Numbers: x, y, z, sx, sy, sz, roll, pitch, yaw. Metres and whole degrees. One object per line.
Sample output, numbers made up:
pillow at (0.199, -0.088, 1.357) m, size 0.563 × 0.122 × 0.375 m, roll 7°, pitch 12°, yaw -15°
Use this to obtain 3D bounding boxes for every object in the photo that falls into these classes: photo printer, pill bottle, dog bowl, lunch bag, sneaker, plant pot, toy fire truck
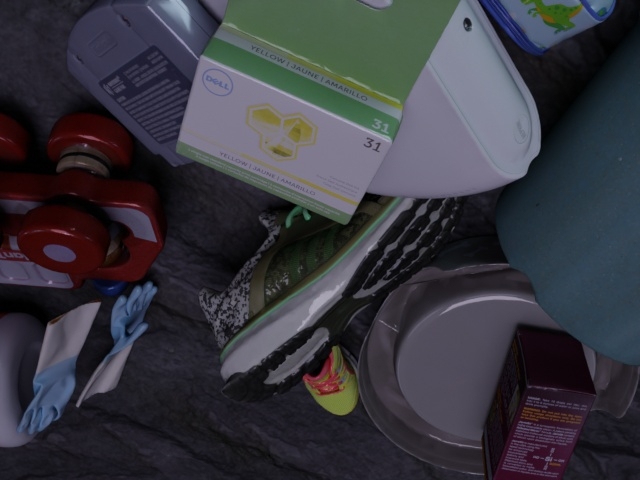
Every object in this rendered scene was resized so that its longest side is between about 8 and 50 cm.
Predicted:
photo printer at (0.046, -0.160, 0.793) m, size 0.256 × 0.107 × 0.307 m, roll 4°, pitch 142°, yaw 48°
pill bottle at (-0.544, 0.189, 1.167) m, size 0.323 × 0.181 × 0.181 m, roll -1°, pitch 122°, yaw 7°
dog bowl at (0.223, 0.146, 1.103) m, size 0.349 × 0.102 × 0.348 m, roll 3°, pitch 123°, yaw 4°
lunch bag at (0.190, -0.287, 0.759) m, size 0.176 × 0.219 × 0.090 m, roll 44°, pitch 137°, yaw -22°
sneaker at (0.000, 0.000, 1.009) m, size 0.410 × 0.182 × 0.158 m, roll -43°, pitch 155°, yaw 6°
plant pot at (0.371, -0.067, 0.836) m, size 0.341 × 0.341 × 0.334 m, roll 30°, pitch 128°, yaw -12°
sneaker at (-0.002, 0.169, 1.146) m, size 0.081 × 0.094 × 0.208 m, roll -15°, pitch 121°, yaw 13°
toy fire truck at (-0.336, -0.017, 1.046) m, size 0.302 × 0.169 × 0.254 m, roll 4°, pitch 149°, yaw 2°

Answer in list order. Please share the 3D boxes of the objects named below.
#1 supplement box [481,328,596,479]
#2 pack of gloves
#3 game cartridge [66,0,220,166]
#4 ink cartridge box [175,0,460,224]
supplement box at (0.256, 0.214, 1.020) m, size 0.081 × 0.104 × 0.188 m, roll 9°, pitch 123°, yaw 0°
pack of gloves at (-0.294, 0.163, 1.116) m, size 0.046 × 0.195 × 0.232 m, roll 37°, pitch 124°, yaw 15°
game cartridge at (-0.162, -0.169, 0.876) m, size 0.196 × 0.060 × 0.294 m, roll 42°, pitch 160°, yaw -23°
ink cartridge box at (-0.012, -0.128, 0.686) m, size 0.171 × 0.056 × 0.235 m, roll 24°, pitch 142°, yaw -4°
